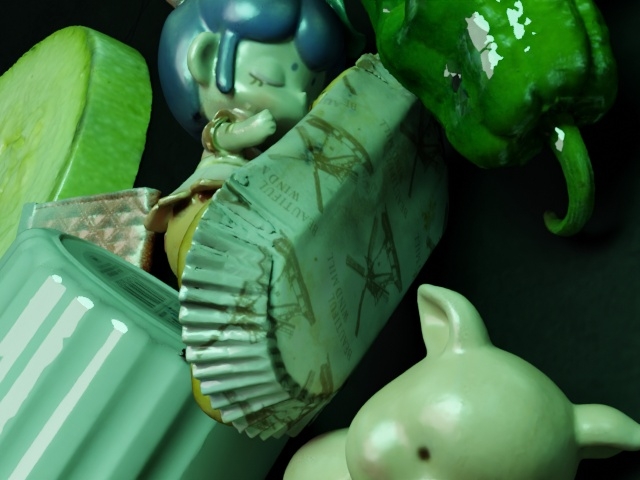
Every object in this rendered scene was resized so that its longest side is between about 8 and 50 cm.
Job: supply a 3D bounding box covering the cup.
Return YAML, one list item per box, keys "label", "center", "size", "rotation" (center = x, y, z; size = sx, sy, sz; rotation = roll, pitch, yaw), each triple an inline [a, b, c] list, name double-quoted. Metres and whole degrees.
- label: "cup"
  center: [-0.098, 0.128, 0.672]
  size: [0.202, 0.221, 0.167]
  rotation: [-56, -3, 2]

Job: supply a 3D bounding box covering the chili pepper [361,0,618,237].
- label: "chili pepper"
  center: [0.035, -0.114, 0.616]
  size: [0.257, 0.074, 0.100]
  rotation: [54, 128, 32]

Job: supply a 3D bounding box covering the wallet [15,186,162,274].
- label: "wallet"
  center: [-0.142, 0.066, 0.833]
  size: [0.103, 0.020, 0.196]
  rotation: [-7, 64, 32]

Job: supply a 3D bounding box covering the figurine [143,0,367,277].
- label: "figurine"
  center: [-0.038, -0.065, 0.745]
  size: [0.102, 0.111, 0.195]
  rotation: [-13, 52, 26]

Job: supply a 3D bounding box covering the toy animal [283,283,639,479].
- label: "toy animal"
  center: [0.035, 0.083, 0.547]
  size: [0.150, 0.083, 0.089]
  rotation: [-36, 36, 36]

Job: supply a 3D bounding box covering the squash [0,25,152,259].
- label: "squash"
  center: [-0.206, -0.028, 1.015]
  size: [0.252, 0.049, 0.252]
  rotation: [-34, 40, 36]

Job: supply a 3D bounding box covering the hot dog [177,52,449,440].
- label: "hot dog"
  center: [0.000, 0.000, 0.607]
  size: [0.059, 0.108, 0.191]
  rotation: [2, 28, 28]
